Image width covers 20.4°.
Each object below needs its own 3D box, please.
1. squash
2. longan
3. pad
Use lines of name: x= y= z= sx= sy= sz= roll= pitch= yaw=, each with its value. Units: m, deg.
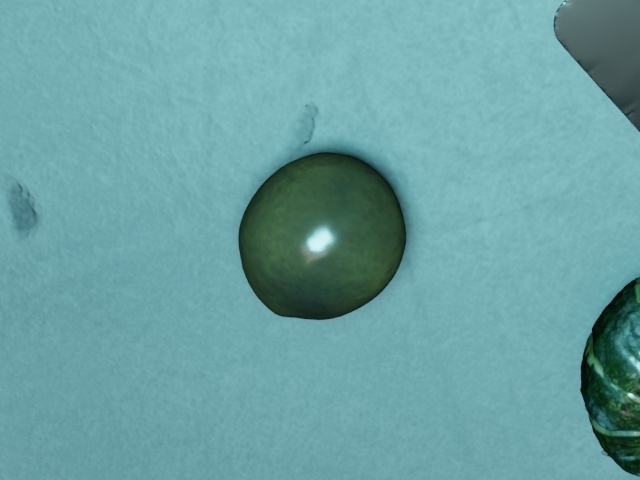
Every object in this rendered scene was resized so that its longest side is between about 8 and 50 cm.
squash: x=0.389 y=0.142 z=1.802 sx=0.252 sy=0.165 sz=0.252 roll=3 pitch=111 yaw=9
longan: x=0.000 y=0.000 z=1.826 sx=0.167 sy=0.167 sz=0.187 roll=31 pitch=137 yaw=-4
pad: x=0.373 y=-0.175 z=1.754 sx=0.181 sy=0.004 sz=0.267 roll=-38 pitch=102 yaw=23
